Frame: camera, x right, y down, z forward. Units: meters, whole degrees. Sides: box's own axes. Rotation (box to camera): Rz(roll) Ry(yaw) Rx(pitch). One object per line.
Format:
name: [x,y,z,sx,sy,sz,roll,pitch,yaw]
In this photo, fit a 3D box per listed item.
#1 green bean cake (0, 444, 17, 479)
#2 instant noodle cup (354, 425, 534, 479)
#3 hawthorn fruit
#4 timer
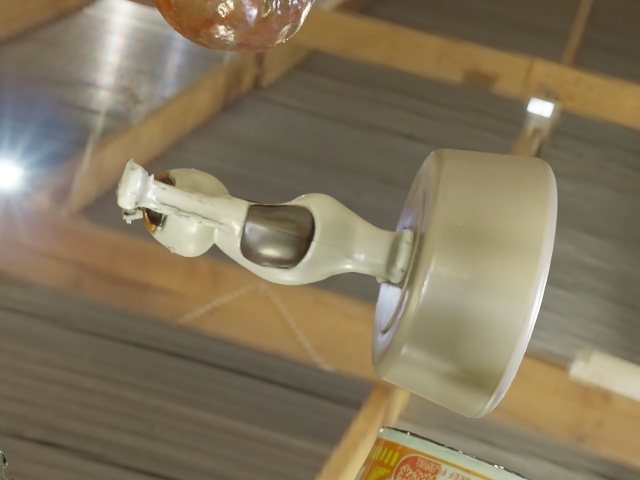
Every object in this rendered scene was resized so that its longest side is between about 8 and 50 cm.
green bean cake: [-0.255,0.185,1.037,0.132,0.241,0.255,-15,-142,-4]
instant noodle cup: [0.054,0.209,0.897,0.168,0.185,0.168,22,172,3]
hawthorn fruit: [-0.080,-0.211,1.190,0.189,0.149,0.149,6,-171,39]
timer: [0.000,0.000,1.049,0.266,0.175,0.175,14,-160,-5]
